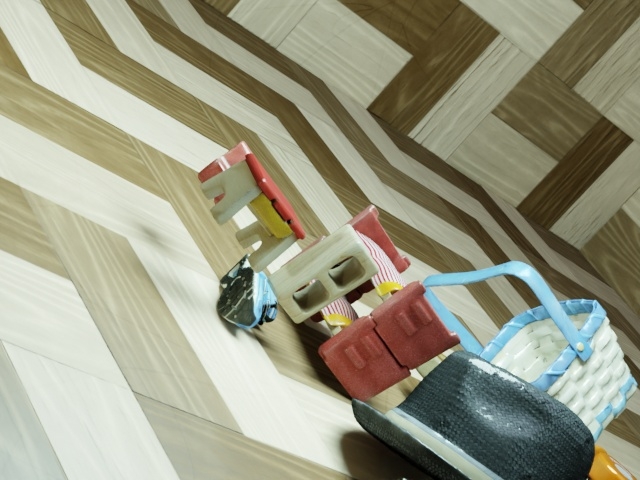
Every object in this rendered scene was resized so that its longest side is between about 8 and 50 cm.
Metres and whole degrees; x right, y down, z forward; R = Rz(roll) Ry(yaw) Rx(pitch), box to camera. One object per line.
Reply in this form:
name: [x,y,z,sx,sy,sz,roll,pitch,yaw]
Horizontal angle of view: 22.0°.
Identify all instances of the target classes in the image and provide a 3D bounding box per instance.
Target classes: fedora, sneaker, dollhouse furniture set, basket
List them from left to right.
sneaker: [-0.076,0.069,1.960,0.073,0.063,0.162,43,13,-12]
dollhouse furniture set: [0.000,0.000,1.990,0.374,0.152,0.201,54,4,-38]
fedora: [0.200,0.231,1.882,0.334,0.152,0.334,35,-6,4]
basket: [0.290,0.153,2.357,0.289,0.201,0.255,48,-26,-19]

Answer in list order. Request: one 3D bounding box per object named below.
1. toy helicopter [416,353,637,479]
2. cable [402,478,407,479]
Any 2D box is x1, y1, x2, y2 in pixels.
toy helicopter: [0.272,0.266,2.195,0.355,0.140,0.235,42,11,8]
cable: [0.166,0.329,1.741,0.287,0.072,0.139,31,-17,-16]
